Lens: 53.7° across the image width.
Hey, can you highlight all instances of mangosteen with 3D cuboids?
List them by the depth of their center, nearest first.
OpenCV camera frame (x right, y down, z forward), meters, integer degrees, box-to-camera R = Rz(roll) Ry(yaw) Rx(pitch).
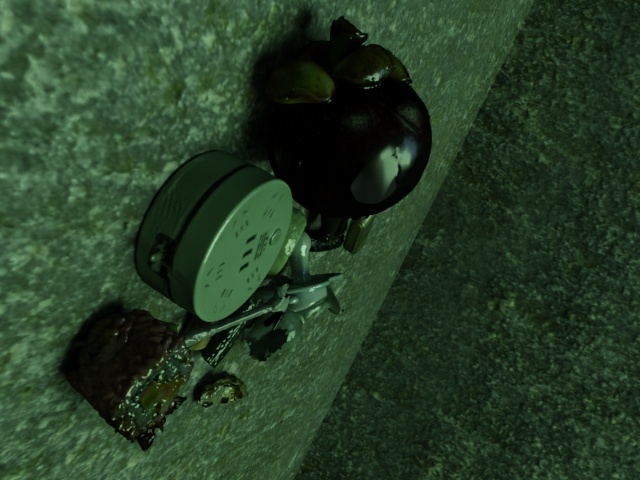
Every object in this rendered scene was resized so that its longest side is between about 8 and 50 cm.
[{"bbox_3d":[0.061,-0.242,1.397,0.381,0.381,0.421,-51,151,-28],"label":"mangosteen"}]

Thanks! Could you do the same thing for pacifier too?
[{"bbox_3d":[-0.073,0.083,1.871,0.299,0.244,0.233,-14,100,-70],"label":"pacifier"}]

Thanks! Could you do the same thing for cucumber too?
[{"bbox_3d":[-0.247,0.236,1.743,0.241,0.074,0.074,-55,162,-20],"label":"cucumber"},{"bbox_3d":[-0.001,0.002,2.085,0.072,0.072,0.300,-65,160,14],"label":"cucumber"}]

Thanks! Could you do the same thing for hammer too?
[{"bbox_3d":[-0.252,0.204,1.529,0.427,0.044,0.152,-17,130,-36],"label":"hammer"}]

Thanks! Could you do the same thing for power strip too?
[{"bbox_3d":[-0.216,-0.003,1.313,0.357,0.161,0.357,-52,160,-27],"label":"power strip"},{"bbox_3d":[0.129,-0.030,2.089,0.092,0.066,0.387,-54,174,-13],"label":"power strip"}]

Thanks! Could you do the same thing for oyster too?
[{"bbox_3d":[-0.302,0.472,1.979,0.129,0.078,0.345,-38,163,-2],"label":"oyster"}]

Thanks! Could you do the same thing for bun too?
[{"bbox_3d":[-0.123,-0.006,1.630,0.195,0.118,0.195,-61,-172,15],"label":"bun"}]

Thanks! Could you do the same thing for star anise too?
[{"bbox_3d":[-0.417,0.447,1.632,0.157,0.054,0.212,-14,129,-66],"label":"star anise"}]

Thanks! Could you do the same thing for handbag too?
[{"bbox_3d":[0.087,-0.146,1.979,0.257,0.114,0.285,106,9,-51],"label":"handbag"}]

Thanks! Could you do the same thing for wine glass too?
[{"bbox_3d":[-0.086,0.254,1.998,0.321,0.143,0.143,-33,152,-23],"label":"wine glass"}]

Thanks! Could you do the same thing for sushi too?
[{"bbox_3d":[-0.372,0.258,1.277,0.236,0.171,0.270,-53,163,-23],"label":"sushi"}]

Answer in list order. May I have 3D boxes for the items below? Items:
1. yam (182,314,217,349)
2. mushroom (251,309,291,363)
[{"bbox_3d":[-0.246,0.113,1.559,0.356,0.081,0.081,-63,162,11],"label":"yam"},{"bbox_3d":[-0.128,0.297,2.126,0.118,0.103,0.270,21,96,-36],"label":"mushroom"}]
